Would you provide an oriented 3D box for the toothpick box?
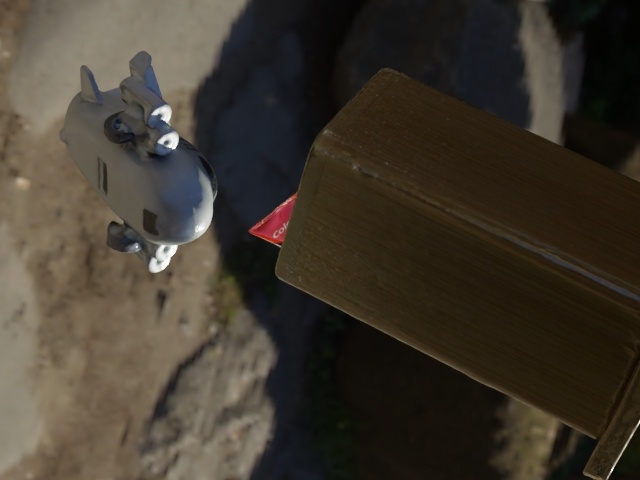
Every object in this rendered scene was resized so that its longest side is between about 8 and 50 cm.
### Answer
[{"bbox_3d":[0.142,0.010,1.385,0.187,0.308,0.190,-50,163,-49],"label":"toothpick box"}]

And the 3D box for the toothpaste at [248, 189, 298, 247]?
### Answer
[{"bbox_3d":[0.000,0.000,1.782,0.071,0.045,0.193,-37,149,12],"label":"toothpaste"}]

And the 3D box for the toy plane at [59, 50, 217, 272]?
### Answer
[{"bbox_3d":[-0.132,-0.059,1.307,0.080,0.174,0.174,-20,124,-27],"label":"toy plane"}]
